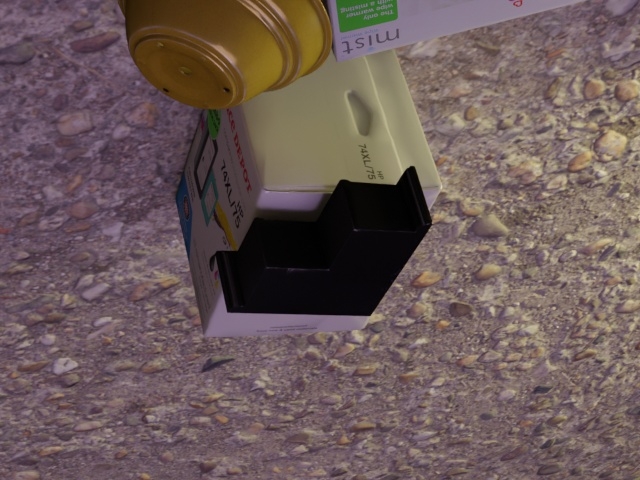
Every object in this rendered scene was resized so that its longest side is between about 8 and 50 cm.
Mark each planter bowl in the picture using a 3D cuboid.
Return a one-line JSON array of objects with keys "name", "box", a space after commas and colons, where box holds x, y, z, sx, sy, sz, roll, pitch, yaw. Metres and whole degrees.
[{"name": "planter bowl", "box": [-0.106, -0.182, 1.218, 0.217, 0.090, 0.217, 19, 153, 10]}]

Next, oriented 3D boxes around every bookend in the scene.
[{"name": "bookend", "box": [0.000, 0.000, 1.294, 0.157, 0.072, 0.156, 2, 143, -23]}]

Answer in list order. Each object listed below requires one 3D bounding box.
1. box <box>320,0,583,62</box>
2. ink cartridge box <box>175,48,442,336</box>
[{"name": "box", "box": [0.113, -0.303, 1.198, 0.262, 0.127, 0.231, -14, 147, -4]}, {"name": "ink cartridge box", "box": [-0.023, -0.051, 1.459, 0.197, 0.198, 0.270, -2, 145, -21]}]
